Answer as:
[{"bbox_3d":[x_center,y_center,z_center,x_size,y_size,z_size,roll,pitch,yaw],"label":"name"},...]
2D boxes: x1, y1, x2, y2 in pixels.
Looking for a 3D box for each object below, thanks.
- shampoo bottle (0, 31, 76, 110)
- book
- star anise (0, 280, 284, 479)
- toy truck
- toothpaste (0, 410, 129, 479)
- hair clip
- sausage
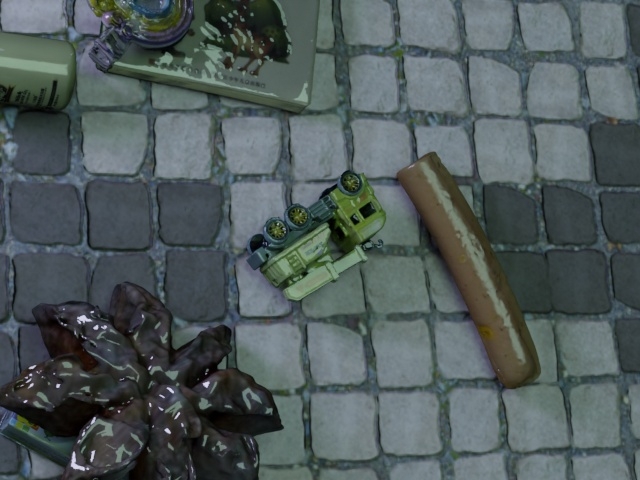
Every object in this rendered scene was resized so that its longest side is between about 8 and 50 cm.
[{"bbox_3d":[-0.353,-0.190,1.930,0.162,0.079,0.079,6,74,-21],"label":"shampoo bottle"},{"bbox_3d":[-0.119,-0.351,2.090,0.260,0.043,0.371,10,73,-19],"label":"book"},{"bbox_3d":[-0.178,0.173,1.853,0.331,0.117,0.332,18,52,-23],"label":"star anise"},{"bbox_3d":[0.000,0.000,2.025,0.169,0.077,0.100,-33,87,-27],"label":"toy truck"},{"bbox_3d":[-0.263,0.225,1.875,0.164,0.046,0.034,31,63,-12],"label":"toothpaste"},{"bbox_3d":[-0.203,-0.265,2.001,0.116,0.049,0.172,45,59,-18],"label":"hair clip"},{"bbox_3d":[0.182,0.035,2.099,0.065,0.066,0.301,-25,88,-26],"label":"sausage"}]
